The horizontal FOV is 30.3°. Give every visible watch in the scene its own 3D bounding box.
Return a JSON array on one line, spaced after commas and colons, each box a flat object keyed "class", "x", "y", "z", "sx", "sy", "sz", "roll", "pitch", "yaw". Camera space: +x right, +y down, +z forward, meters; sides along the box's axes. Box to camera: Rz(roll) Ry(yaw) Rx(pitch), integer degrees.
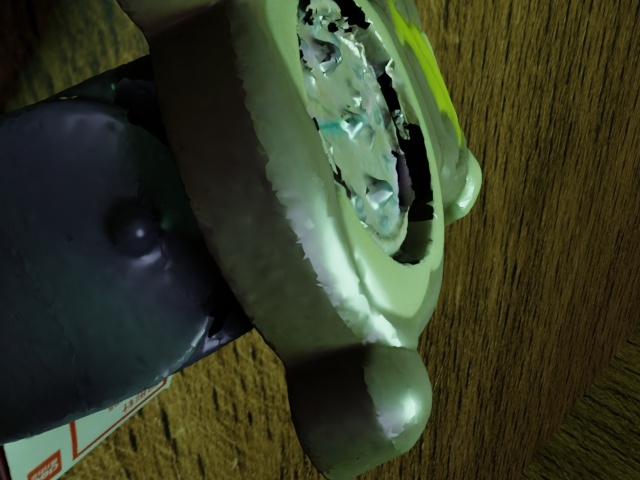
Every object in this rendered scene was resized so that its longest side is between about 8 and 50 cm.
[{"class": "watch", "x": -0.104, "y": -0.021, "z": 0.709, "sx": 0.314, "sy": 0.326, "sz": 0.335, "roll": 67, "pitch": 25, "yaw": -11}]

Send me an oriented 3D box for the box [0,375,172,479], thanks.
[{"class": "box", "x": -0.207, "y": 0.106, "z": 0.938, "sx": 0.182, "sy": 0.099, "sz": 0.133, "roll": -38, "pitch": 148, "yaw": -36}]
